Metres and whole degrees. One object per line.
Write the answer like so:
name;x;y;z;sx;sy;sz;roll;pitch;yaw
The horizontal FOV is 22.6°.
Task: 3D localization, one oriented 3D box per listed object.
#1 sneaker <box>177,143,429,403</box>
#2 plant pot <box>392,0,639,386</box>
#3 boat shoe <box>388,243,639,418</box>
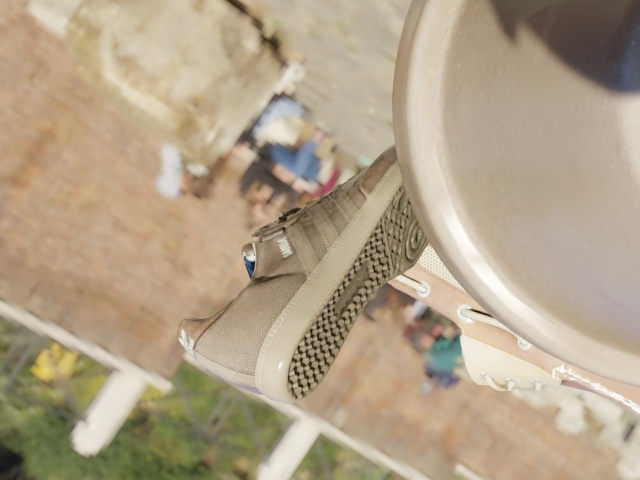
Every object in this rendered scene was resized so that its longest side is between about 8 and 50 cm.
sneaker;0.000;0.000;0.802;0.071;0.188;0.066;18;135;24
plant pot;0.170;-0.059;0.662;0.263;0.263;0.229;34;180;-3
boat shoe;0.159;0.058;1.229;0.324;0.116;0.123;39;-165;16
